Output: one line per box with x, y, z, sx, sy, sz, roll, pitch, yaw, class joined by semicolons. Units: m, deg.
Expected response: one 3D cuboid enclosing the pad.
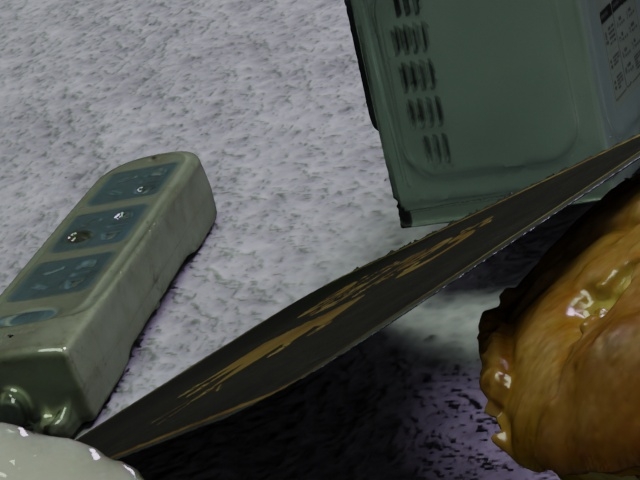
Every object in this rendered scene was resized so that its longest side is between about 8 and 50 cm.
0.001;0.000;0.848;0.315;0.063;0.375;-30;2;-32;pad

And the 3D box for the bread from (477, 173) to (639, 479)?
0.146;0.060;0.664;0.147;0.160;0.260;-43;19;-20;bread

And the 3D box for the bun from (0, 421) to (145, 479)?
-0.128;0.156;0.700;0.172;0.120;0.173;5;40;-4;bun

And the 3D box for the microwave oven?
0.107;-0.107;1.046;0.122;0.162;0.208;-8;13;22;microwave oven

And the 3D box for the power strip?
-0.123;0.022;1.095;0.080;0.048;0.286;-7;24;20;power strip
